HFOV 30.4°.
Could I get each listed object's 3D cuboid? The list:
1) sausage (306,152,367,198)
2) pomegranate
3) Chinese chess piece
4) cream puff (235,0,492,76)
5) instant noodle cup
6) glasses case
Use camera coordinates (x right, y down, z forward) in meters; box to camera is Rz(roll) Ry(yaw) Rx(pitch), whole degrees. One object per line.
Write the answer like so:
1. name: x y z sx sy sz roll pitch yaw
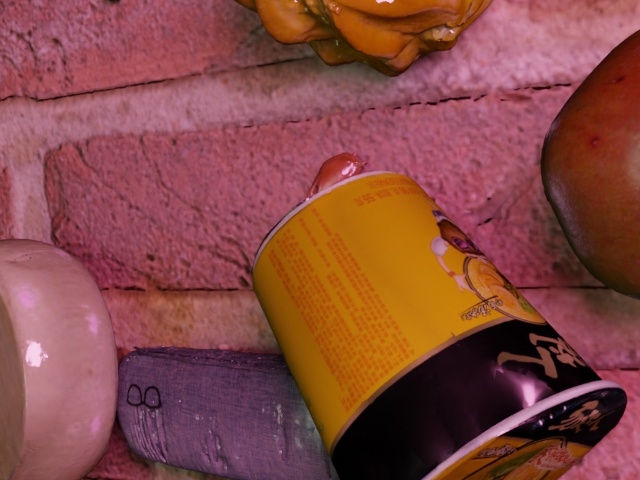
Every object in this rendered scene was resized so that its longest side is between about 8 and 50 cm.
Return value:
1. sausage: 0.000 0.000 0.974 0.036 0.042 0.158 -126 50 -65
2. pomegranate: 0.216 -0.045 0.744 0.210 0.180 0.180 172 89 -73
3. Chinese chess piece: -0.290 0.123 1.128 0.250 0.101 0.250 5 97 51
4. cream puff: 0.019 -0.206 0.851 0.221 0.195 0.194 29 111 34
5. instant noodle cup: 0.067 0.083 0.845 0.215 0.215 0.236 -51 58 29
6. glasses case: -0.075 0.151 1.025 0.282 0.067 0.109 2 100 40
